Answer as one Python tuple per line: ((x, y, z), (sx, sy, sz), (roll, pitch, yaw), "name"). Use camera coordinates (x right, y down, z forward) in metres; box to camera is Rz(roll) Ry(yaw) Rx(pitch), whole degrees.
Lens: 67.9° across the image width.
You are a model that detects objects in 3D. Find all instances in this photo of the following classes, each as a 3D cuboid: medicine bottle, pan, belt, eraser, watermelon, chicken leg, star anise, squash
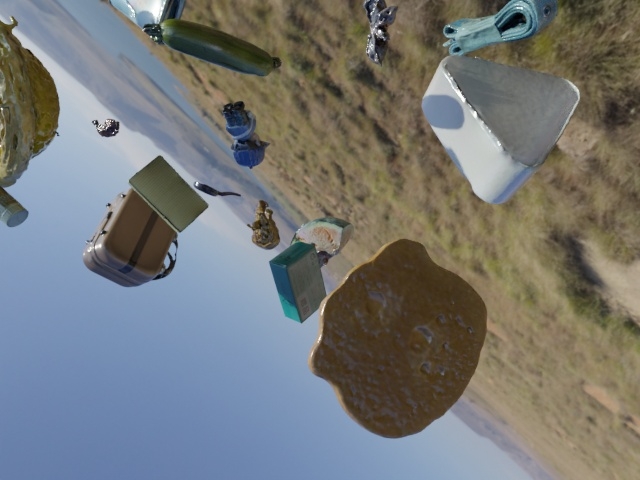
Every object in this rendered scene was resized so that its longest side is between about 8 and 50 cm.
((-0.597, -0.068, 0.893), (0.083, 0.047, 0.047), (40, 177, 3), "medicine bottle")
((-0.441, -0.207, 2.031), (0.212, 0.040, 0.115), (15, -171, -31), "pan")
((0.382, -0.477, 1.055), (0.087, 0.072, 0.302), (54, 168, -21), "belt")
((0.399, -0.239, 1.053), (0.331, 0.331, 0.150), (41, 150, 13), "eraser")
((-0.005, -0.004, 1.853), (0.175, 0.322, 0.188), (45, -148, -3), "watermelon")
((-0.180, -0.057, 1.464), (0.101, 0.085, 0.208), (43, -159, -41), "chicken leg")
((0.236, -0.881, 1.956), (0.258, 0.110, 0.198), (97, 158, -46), "star anise")
((-0.207, -0.406, 1.011), (0.318, 0.071, 0.080), (2, -130, -38), "squash")
((-0.420, -0.220, 0.931), (0.083, 0.036, 0.021), (7, -164, 34), "chicken leg")

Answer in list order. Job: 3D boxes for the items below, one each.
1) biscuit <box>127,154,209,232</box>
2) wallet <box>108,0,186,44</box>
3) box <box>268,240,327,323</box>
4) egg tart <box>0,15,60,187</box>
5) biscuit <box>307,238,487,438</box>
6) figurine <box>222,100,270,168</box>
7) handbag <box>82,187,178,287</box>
((-0.424, -0.128, 1.332), (0.199, 0.121, 0.040), (49, 156, -17), "biscuit")
((-0.445, -0.637, 1.223), (0.250, 0.176, 0.075), (42, -155, 25), "wallet")
((-0.072, 0.144, 1.661), (0.092, 0.153, 0.245), (15, 129, 41), "box")
((-0.728, -0.316, 1.086), (0.388, 0.388, 0.169), (41, -151, 19), "egg tart")
((0.169, 0.214, 1.028), (0.365, 0.385, 0.062), (42, 172, -5), "biscuit")
((-0.168, -0.236, 1.076), (0.149, 0.086, 0.087), (71, -167, -46), "figurine")
((-0.571, 0.008, 1.519), (0.283, 0.149, 0.302), (46, -144, -35), "handbag")
